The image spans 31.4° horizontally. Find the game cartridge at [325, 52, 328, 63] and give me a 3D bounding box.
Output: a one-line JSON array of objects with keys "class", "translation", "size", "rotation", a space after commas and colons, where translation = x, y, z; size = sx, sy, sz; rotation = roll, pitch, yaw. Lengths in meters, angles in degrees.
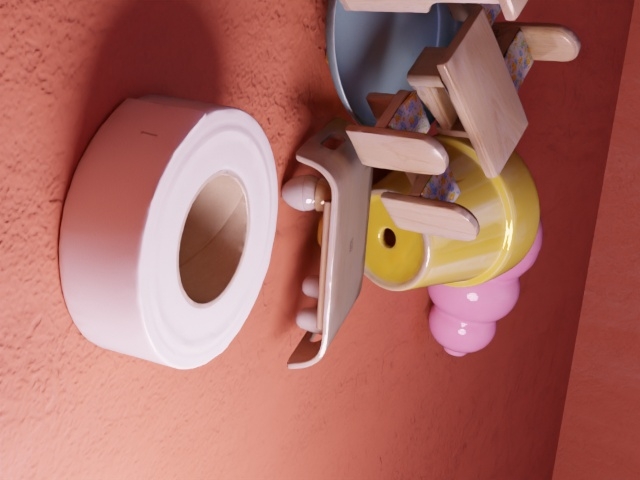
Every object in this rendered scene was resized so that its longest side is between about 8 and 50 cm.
[{"class": "game cartridge", "translation": [0.113, -0.351, 1.717], "size": [0.324, 0.053, 0.285], "rotation": [23, 80, -68]}]

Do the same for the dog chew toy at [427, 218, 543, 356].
[{"class": "dog chew toy", "translation": [0.291, 0.062, 2.133], "size": [0.206, 0.207, 0.331], "rotation": [-26, 132, -61]}]

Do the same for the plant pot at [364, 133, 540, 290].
[{"class": "plant pot", "translation": [0.176, -0.033, 1.793], "size": [0.239, 0.254, 0.254], "rotation": [-21, 121, -44]}]

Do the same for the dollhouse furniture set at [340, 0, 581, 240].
[{"class": "dollhouse furniture set", "translation": [0.219, -0.251, 1.493], "size": [0.362, 0.256, 0.394], "rotation": [-57, 137, -26]}]

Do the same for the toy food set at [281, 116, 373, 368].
[{"class": "toy food set", "translation": [0.000, 0.000, 1.601], "size": [0.220, 0.092, 0.306], "rotation": [-51, 148, -66]}]

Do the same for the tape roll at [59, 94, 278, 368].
[{"class": "tape roll", "translation": [-0.153, -0.011, 1.215], "size": [0.286, 0.100, 0.286], "rotation": [-41, 137, -53]}]

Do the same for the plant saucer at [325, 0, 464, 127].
[{"class": "plant saucer", "translation": [0.101, -0.295, 1.575], "size": [0.318, 0.044, 0.317], "rotation": [-18, 113, -49]}]
